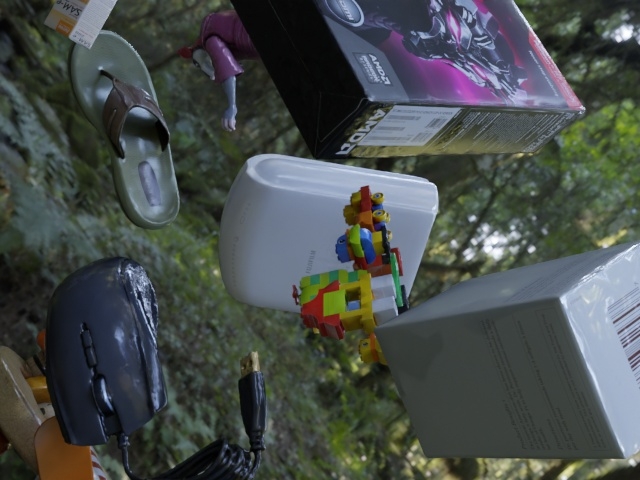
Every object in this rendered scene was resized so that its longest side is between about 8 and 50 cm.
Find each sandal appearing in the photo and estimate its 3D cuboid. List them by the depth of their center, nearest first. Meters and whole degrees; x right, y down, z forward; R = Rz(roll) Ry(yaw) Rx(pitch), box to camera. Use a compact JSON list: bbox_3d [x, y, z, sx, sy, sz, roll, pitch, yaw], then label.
[{"bbox_3d":[-0.267,-0.165,1.291,0.086,0.120,0.303,-6,-73,56],"label":"sandal"}]

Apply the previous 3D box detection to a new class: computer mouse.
[{"bbox_3d":[-0.141,0.098,0.714,0.060,0.184,0.262,65,11,-53],"label":"computer mouse"}]

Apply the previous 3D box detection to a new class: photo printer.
[{"bbox_3d":[0.000,0.000,1.351,0.107,0.307,0.256,-90,-168,-52],"label":"photo printer"}]

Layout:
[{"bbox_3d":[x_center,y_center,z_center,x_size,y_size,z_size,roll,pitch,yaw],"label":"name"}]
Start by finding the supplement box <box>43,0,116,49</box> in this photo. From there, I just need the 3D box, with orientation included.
[{"bbox_3d":[-0.289,-0.293,1.089,0.062,0.098,0.036,31,2,35],"label":"supplement box"}]

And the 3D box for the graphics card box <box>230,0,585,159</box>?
[{"bbox_3d":[0.096,-0.201,0.910,0.094,0.370,0.233,-43,-115,40],"label":"graphics card box"}]

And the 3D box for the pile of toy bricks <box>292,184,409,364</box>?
[{"bbox_3d":[0.023,0.046,0.834,0.212,0.105,0.118,-89,164,-56],"label":"pile of toy bricks"}]

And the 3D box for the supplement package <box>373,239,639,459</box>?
[{"bbox_3d":[0.141,0.077,0.594,0.179,0.105,0.105,-18,-84,54],"label":"supplement package"}]

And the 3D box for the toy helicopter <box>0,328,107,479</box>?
[{"bbox_3d":[-0.224,0.256,0.879,0.355,0.140,0.235,58,-14,-11],"label":"toy helicopter"}]

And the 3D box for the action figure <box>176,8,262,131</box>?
[{"bbox_3d":[-0.116,-0.384,1.653,0.370,0.248,0.276,-2,-44,22],"label":"action figure"}]
